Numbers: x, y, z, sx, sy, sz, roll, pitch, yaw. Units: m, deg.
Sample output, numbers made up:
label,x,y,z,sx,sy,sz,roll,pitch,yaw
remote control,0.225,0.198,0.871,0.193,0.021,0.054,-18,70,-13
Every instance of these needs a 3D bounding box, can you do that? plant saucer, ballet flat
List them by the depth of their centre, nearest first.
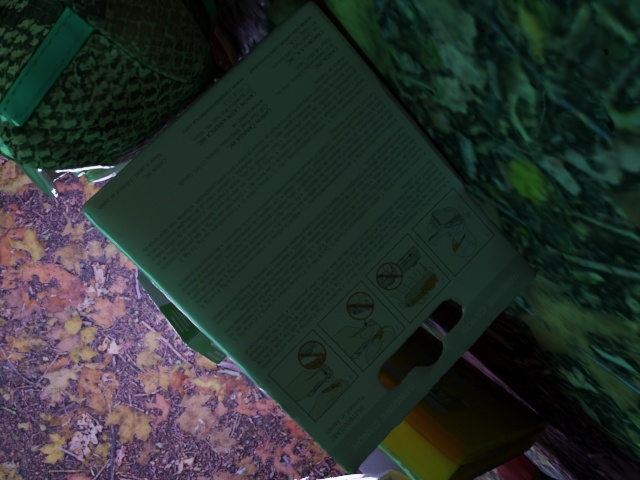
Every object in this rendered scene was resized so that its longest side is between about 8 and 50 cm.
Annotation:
label,x,y,z,sx,sy,sz,roll,pitch,yaw
ballet flat,-0.183,-0.124,0.500,0.164,0.182,0.483,39,-179,-15
plant saucer,-0.105,-0.196,0.551,0.083,0.013,0.083,46,170,10

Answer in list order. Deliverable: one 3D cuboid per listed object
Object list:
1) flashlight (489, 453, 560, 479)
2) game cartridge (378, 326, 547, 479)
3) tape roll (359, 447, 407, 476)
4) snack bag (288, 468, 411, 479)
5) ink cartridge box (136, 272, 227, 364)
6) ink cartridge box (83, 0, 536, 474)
label,x,y,z,sx,sy,sz,roll,pitch,yaw
flashlight,0.245,0.292,0.777,0.103,0.103,0.304,-8,-137,-43
game cartridge,0.063,0.114,0.625,0.323,0.053,0.285,39,-168,32
tape roll,0.053,0.204,0.822,0.392,0.072,0.392,47,-179,-1
snack bag,0.152,0.314,0.602,0.342,0.037,0.323,25,152,-7
ink cartridge box,-0.164,0.050,1.070,0.201,0.278,0.117,41,172,37
ink cartridge box,0.000,0.000,0.366,0.225,0.181,0.056,47,172,-12
